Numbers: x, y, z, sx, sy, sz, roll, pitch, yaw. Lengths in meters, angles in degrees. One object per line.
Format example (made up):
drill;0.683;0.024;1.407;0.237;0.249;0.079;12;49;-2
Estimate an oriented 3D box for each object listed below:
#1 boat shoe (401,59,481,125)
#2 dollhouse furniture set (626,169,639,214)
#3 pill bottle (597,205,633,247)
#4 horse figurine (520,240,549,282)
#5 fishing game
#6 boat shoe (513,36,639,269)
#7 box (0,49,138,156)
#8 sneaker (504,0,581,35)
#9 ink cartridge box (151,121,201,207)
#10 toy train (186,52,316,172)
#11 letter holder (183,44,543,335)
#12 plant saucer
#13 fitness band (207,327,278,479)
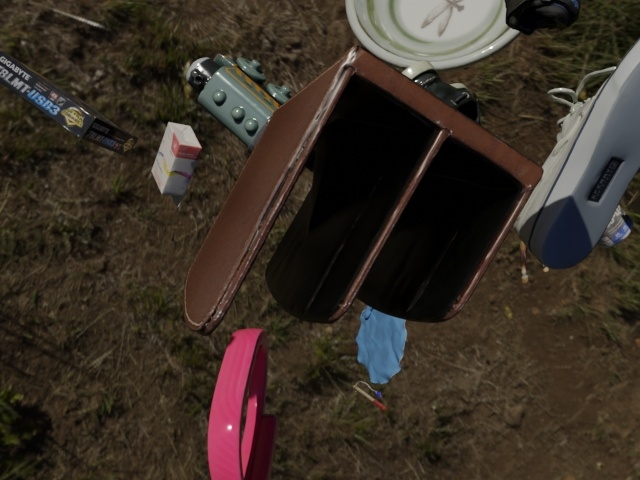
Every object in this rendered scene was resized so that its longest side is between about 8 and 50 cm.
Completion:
boat shoe;0.219;-0.206;1.200;0.127;0.340;0.113;-40;73;12
dollhouse furniture set;0.598;-0.153;1.197;0.101;0.161;0.182;38;72;9
pill bottle;0.497;-0.057;1.277;0.137;0.078;0.078;41;97;-19
horse figurine;0.423;-0.042;1.319;0.066;0.263;0.174;8;125;33
fishing game;0.130;0.204;1.449;0.041;0.189;0.264;8;94;-27
boat shoe;0.377;-0.148;0.976;0.136;0.156;0.367;10;115;-27
box;-0.640;-0.335;1.771;0.295;0.293;0.073;34;92;6
sneaker;0.230;-0.233;0.619;0.058;0.152;0.084;20;68;-41
ink cartridge box;-0.390;-0.198;1.862;0.067;0.115;0.198;5;126;-34
toy train;-0.129;-0.260;1.450;0.334;0.190;0.142;43;110;6
letter holder;0.000;0.000;0.578;0.152;0.302;0.214;30;86;-12
plant saucer;0.253;-0.498;1.425;0.400;0.400;0.100;-36;154;3
fitness band;-0.108;0.264;1.042;0.054;0.291;0.209;-2;124;6
